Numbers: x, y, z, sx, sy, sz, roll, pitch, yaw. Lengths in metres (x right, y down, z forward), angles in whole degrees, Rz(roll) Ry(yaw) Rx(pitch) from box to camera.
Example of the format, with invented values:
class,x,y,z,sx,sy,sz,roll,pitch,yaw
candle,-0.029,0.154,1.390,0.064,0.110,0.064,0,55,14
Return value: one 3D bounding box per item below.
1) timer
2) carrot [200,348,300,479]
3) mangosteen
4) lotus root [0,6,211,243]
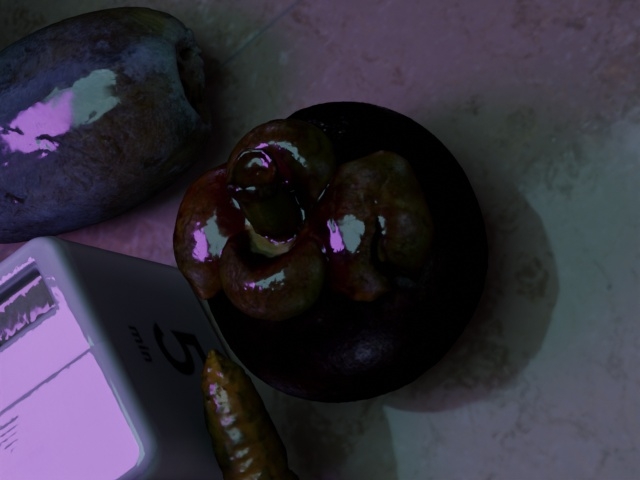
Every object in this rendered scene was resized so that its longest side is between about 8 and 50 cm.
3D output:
class,x,y,z,sx,sy,sz,roll,pitch,yaw
timer,-0.182,0.131,1.144,0.192,0.195,0.194,-35,69,16
carrot,-0.024,0.224,1.079,0.066,0.066,0.314,-19,96,20
mangosteen,0.000,0.000,1.054,0.211,0.250,0.211,-7,73,25
lotus root,-0.232,-0.076,1.230,0.322,0.140,0.158,-22,74,22
